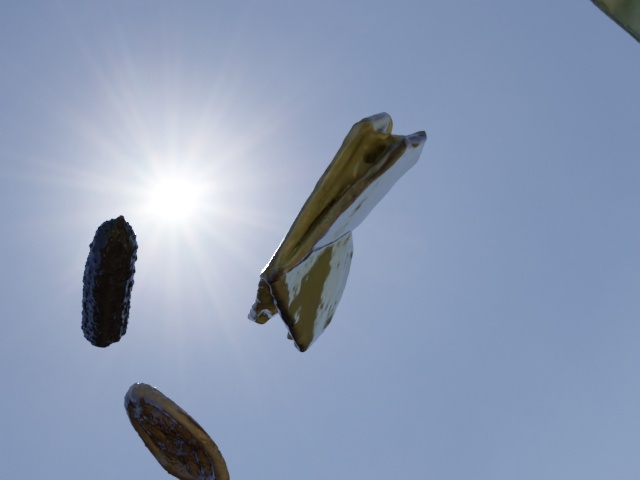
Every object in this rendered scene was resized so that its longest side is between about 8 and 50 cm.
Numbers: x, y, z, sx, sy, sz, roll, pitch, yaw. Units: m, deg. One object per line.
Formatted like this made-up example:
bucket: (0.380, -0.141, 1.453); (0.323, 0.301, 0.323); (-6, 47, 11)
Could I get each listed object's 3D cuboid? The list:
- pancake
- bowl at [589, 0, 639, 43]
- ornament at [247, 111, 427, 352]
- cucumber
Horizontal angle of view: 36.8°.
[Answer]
pancake: (-0.144, 0.197, 0.958); (0.022, 0.139, 0.140); (-42, -36, -35)
bowl: (0.228, -0.229, 0.560); (0.163, 0.307, 0.307); (-44, -41, 10)
ornament: (0.000, 0.000, 0.741); (0.201, 0.059, 0.180); (-62, -13, 24)
cucumber: (-0.287, 0.056, 1.295); (0.072, 0.072, 0.300); (-18, -25, -24)
